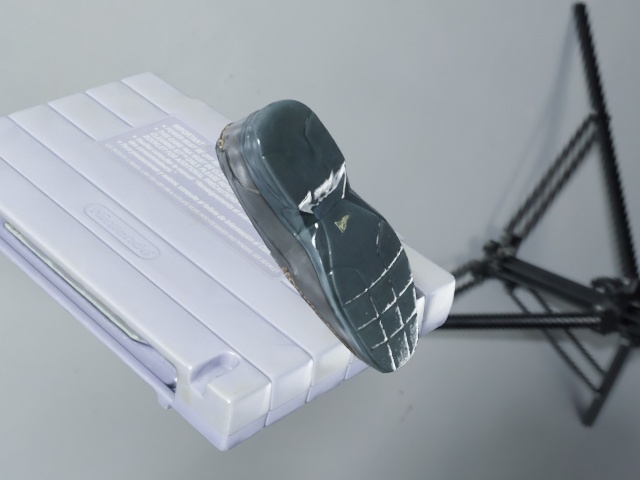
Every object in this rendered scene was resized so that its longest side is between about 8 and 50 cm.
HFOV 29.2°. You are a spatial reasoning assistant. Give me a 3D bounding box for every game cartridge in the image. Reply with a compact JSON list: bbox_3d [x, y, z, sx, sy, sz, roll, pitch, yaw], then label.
[{"bbox_3d":[-0.100,-0.006,0.912,0.230,0.355,0.068,-21,136,-42],"label":"game cartridge"}]

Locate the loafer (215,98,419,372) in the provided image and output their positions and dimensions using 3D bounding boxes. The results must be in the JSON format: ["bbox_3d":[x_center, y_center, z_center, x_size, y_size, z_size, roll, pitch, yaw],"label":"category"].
[{"bbox_3d":[0.000,0.000,0.695,0.062,0.061,0.170,-37,107,-33],"label":"loafer"}]
